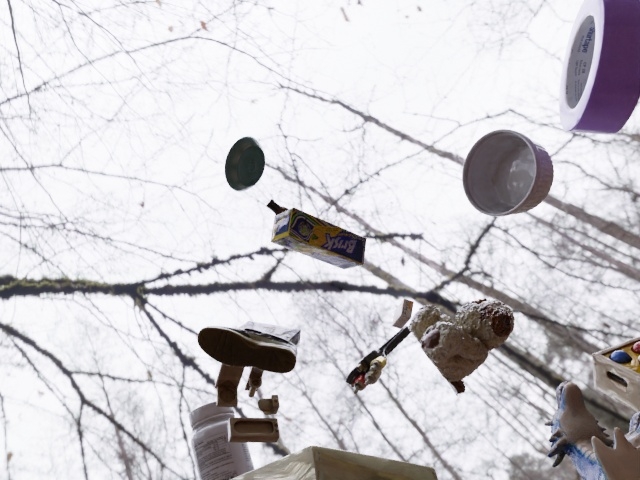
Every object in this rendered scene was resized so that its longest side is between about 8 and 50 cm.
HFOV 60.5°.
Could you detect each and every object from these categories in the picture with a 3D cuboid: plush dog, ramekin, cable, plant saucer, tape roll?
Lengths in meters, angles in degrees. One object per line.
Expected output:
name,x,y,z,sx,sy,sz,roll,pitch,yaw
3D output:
plush dog,0.364,0.230,1.319,0.225,0.262,0.210,-36,-85,4
ramekin,0.457,-0.159,1.325,0.109,0.207,0.207,1,-65,-38
cable,0.167,0.330,1.497,0.287,0.072,0.139,-19,-32,-53
plant saucer,-0.151,-0.158,1.151,0.119,0.021,0.119,-33,-47,-44
tape roll,0.564,-0.354,1.104,0.090,0.274,0.274,7,-62,10

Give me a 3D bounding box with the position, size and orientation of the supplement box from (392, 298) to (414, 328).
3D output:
supplement box,0.267,0.240,1.787,0.036,0.062,0.098,18,-34,-2

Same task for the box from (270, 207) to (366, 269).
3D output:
box,0.000,0.000,0.969,0.169,0.059,0.054,21,-114,-32

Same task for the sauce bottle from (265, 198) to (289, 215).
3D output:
sauce bottle,-0.084,-0.059,1.418,0.128,0.042,0.042,41,-89,-11

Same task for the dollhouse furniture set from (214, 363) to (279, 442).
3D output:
dollhouse furniture set,-0.162,0.368,1.277,0.144,0.151,0.123,7,-52,-18

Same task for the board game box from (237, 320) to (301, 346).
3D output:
board game box,-0.157,0.279,1.562,0.171,0.141,0.048,6,-80,14

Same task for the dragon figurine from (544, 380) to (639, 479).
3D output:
dragon figurine,0.169,0.187,0.265,0.085,0.289,0.144,-4,-42,15

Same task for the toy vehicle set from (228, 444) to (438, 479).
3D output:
toy vehicle set,-0.044,0.252,0.495,0.267,0.035,0.166,-34,-43,29

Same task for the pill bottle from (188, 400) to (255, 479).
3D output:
pill bottle,-0.290,0.630,1.616,0.161,0.283,0.160,-17,-29,-10

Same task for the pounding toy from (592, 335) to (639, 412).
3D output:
pounding toy,0.574,0.221,0.946,0.130,0.141,0.100,-16,-75,-15

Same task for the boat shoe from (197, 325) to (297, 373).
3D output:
boat shoe,-0.108,0.161,0.828,0.152,0.049,0.056,17,-77,4
